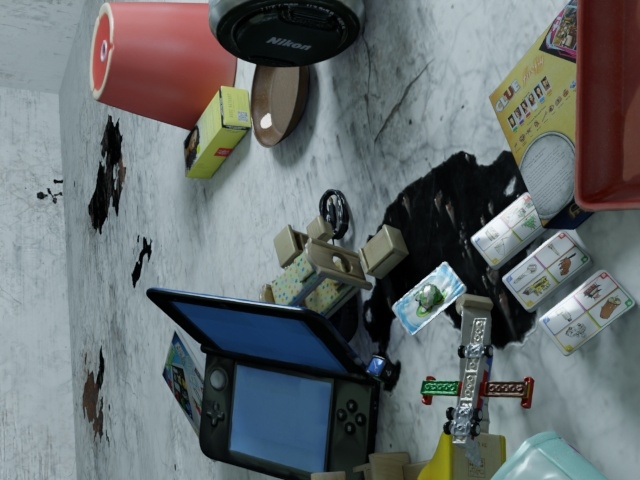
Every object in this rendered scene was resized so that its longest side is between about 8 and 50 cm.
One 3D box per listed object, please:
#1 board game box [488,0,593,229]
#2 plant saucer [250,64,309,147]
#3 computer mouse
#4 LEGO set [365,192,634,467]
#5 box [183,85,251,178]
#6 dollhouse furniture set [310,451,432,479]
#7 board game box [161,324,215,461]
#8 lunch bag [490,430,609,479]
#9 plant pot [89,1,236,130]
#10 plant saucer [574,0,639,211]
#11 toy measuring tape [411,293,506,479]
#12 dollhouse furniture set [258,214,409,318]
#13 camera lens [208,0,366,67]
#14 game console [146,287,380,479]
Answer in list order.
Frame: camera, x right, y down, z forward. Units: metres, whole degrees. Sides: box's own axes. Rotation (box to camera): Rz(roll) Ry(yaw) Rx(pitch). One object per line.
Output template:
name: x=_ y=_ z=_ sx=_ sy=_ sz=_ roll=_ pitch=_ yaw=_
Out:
board game box: x=0.257 y=-0.144 z=0.728 sx=0.243 sy=0.042 sz=0.165 roll=-52 pitch=43 yaw=47
plant saucer: x=-0.065 y=-0.252 z=1.375 sx=0.198 sy=0.036 sz=0.199 roll=-12 pitch=77 yaw=62
computer mouse: x=0.025 y=0.038 z=1.169 sx=0.071 sy=0.041 sz=0.242 roll=-23 pitch=59 yaw=46
LEGO set: x=0.162 y=0.091 z=0.803 sx=0.244 sy=0.060 sz=0.182 roll=-41 pitch=41 yaw=9
box: x=-0.208 y=-0.207 z=1.624 sx=0.232 sy=0.058 sz=0.088 roll=-40 pitch=52 yaw=54
dollhouse furniture set: x=-0.021 y=0.377 z=0.856 sx=0.174 sy=0.355 sz=0.304 roll=-38 pitch=53 yaw=55
board game box: x=-0.189 y=0.256 z=1.381 sx=0.193 sy=0.053 sz=0.305 roll=57 pitch=156 yaw=12
lunch bag: x=0.212 y=0.307 z=0.631 sx=0.223 sy=0.160 sz=0.263 roll=-134 pitch=48 yaw=-57
plant pot: x=-0.329 y=-0.365 z=1.680 sx=0.275 sy=0.243 sz=0.275 roll=-14 pitch=74 yaw=61
plant saucer: x=0.305 y=-0.150 z=0.559 sx=0.259 sy=0.047 sz=0.259 roll=-1 pitch=85 yaw=43
toy measuring tape: x=0.139 y=0.223 z=0.849 sx=0.121 sy=0.121 sz=0.330 roll=-40 pitch=39 yaw=55
dollhouse furniture set: x=0.000 y=0.000 z=1.097 sx=0.182 sy=0.101 sz=0.161 roll=-45 pitch=44 yaw=30
camera lens: x=-0.051 y=-0.401 z=1.168 sx=0.219 sy=0.219 sz=0.275 roll=-29 pitch=61 yaw=58
game console: x=-0.086 y=0.199 z=1.085 sx=0.293 sy=0.173 sz=0.250 roll=5 pitch=89 yaw=35
